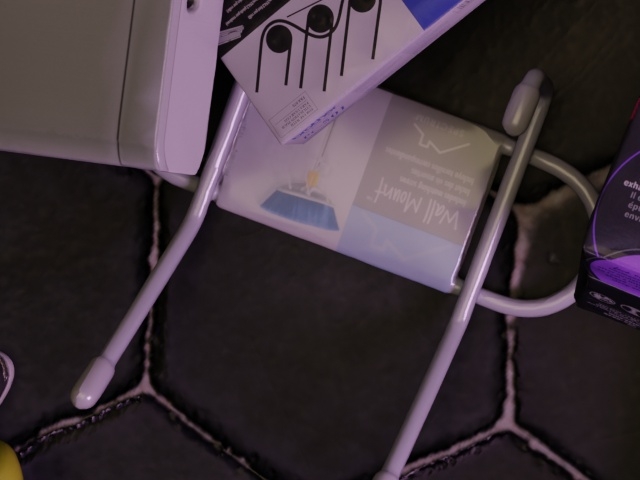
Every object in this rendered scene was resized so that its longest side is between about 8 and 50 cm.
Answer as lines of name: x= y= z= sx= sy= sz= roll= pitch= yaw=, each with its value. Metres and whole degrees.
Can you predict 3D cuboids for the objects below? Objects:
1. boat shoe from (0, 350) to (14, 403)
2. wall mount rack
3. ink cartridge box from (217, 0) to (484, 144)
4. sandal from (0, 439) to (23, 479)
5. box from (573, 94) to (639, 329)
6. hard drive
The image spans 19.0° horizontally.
boat shoe: x=-0.256 y=0.136 z=1.357 sx=0.046 sy=0.038 sz=0.125 roll=30 pitch=96 yaw=10
wall mount rack: x=0.000 y=0.000 z=1.255 sx=0.350 sy=0.130 sz=0.304 roll=21 pitch=95 yaw=12
ink cartridge box: x=0.033 y=-0.157 z=1.158 sx=0.207 sy=0.046 sz=0.097 roll=-38 pitch=81 yaw=17
sandal: x=-0.301 y=0.277 z=1.331 sx=0.317 sy=0.126 sz=0.138 roll=-34 pitch=108 yaw=17
box: x=0.276 y=-0.068 z=1.159 sx=0.165 sy=0.143 sz=0.270 roll=22 pitch=79 yaw=10
hard drive: x=-0.203 y=-0.175 z=1.254 sx=0.353 sy=0.047 sz=0.233 roll=9 pitch=93 yaw=41
